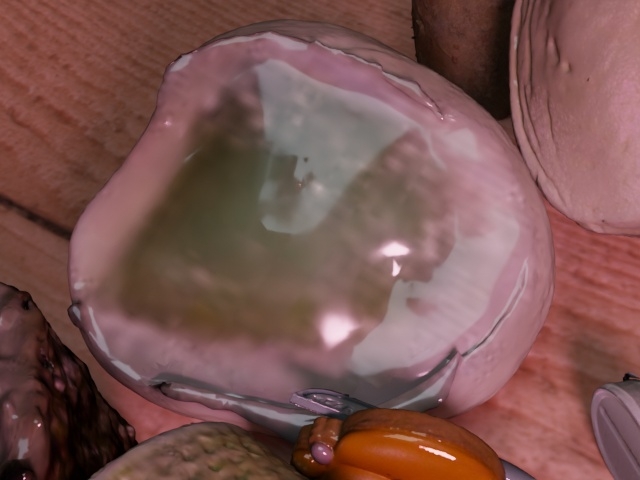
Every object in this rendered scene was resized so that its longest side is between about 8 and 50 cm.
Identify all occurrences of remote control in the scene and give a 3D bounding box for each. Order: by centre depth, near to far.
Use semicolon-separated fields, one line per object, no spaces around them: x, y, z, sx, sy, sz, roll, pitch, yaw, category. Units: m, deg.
0.281;0.211;0.747;0.052;0.104;0.247;-18;53;-10;remote control

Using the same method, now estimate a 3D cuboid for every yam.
0.171;-0.270;1.034;0.161;0.268;0.161;-4;46;4;yam

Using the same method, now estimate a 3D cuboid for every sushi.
-0.295;0.196;0.794;0.281;0.294;0.299;-30;52;-8;sushi

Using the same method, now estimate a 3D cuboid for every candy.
0.000;0.000;0.912;0.426;0.186;0.386;21;84;17;candy

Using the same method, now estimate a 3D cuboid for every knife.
0.075;0.156;0.787;0.210;0.015;0.028;22;33;-3;knife

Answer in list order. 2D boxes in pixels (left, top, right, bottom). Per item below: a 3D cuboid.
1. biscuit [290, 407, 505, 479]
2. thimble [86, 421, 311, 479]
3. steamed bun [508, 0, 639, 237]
0.053;0.193;0.774;0.170;0.170;0.050;2;45;17;biscuit
-0.084;0.272;0.700;0.150;0.271;0.271;31;68;34;thimble
0.295;-0.195;0.895;0.236;0.247;0.384;12;96;51;steamed bun
